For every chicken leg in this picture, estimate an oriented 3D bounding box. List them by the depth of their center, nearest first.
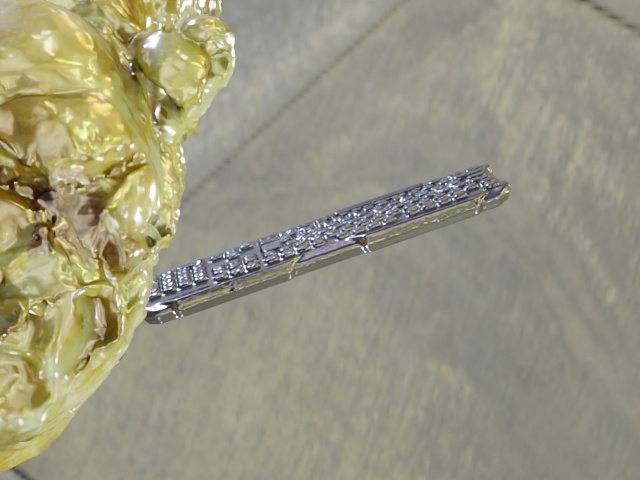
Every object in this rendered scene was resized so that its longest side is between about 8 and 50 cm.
[{"bbox_3d":[-0.067,-0.035,0.527,0.088,0.103,0.227,18,46,5],"label":"chicken leg"}]

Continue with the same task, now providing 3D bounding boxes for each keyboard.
[{"bbox_3d":[0.000,-0.001,1.308,0.262,0.016,0.106,-19,15,-2],"label":"keyboard"}]
